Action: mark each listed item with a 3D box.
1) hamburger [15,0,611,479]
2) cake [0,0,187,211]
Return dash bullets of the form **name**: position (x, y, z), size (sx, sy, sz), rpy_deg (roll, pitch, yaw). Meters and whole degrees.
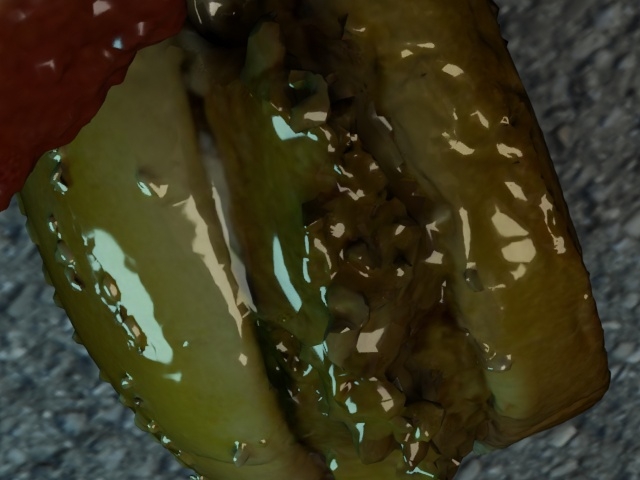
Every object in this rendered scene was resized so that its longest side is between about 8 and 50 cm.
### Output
- **hamburger**: position (0.000, 0.000, 0.980), size (0.268, 0.287, 0.445), rpy_deg (-18, 132, 2)
- **cake**: position (-0.253, -0.148, 0.722), size (0.270, 0.269, 0.319), rpy_deg (-41, 142, 10)
